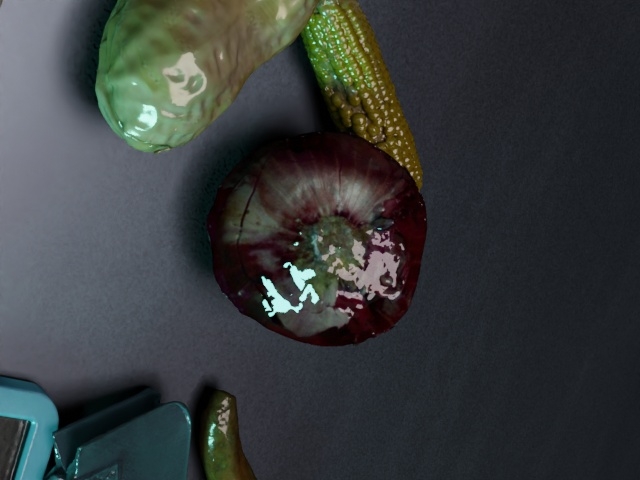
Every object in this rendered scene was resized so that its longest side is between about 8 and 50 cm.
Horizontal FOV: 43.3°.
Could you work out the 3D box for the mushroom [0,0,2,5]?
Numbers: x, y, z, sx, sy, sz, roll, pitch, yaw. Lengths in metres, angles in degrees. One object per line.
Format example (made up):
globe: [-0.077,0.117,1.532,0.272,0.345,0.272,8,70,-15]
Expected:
mushroom: [-0.369,-0.108,0.600,0.350,0.128,0.128,-47,132,-10]

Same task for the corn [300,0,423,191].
corn: [0.051,-0.157,0.964,0.097,0.097,0.320,-40,127,-21]

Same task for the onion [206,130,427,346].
onion: [0.000,0.000,0.917,0.252,0.219,0.252,0,86,-5]

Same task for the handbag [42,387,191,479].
handbag: [-0.228,0.292,0.902,0.179,0.062,0.229,-19,121,-53]

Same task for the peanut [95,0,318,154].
peanut: [-0.098,-0.220,0.779,0.313,0.149,0.149,-48,132,-18]

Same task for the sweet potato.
sweet potato: [-0.112,0.306,1.037,0.075,0.075,0.274,-30,122,-28]

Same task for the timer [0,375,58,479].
timer: [-0.383,0.246,0.763,0.231,0.091,0.250,22,89,-44]
